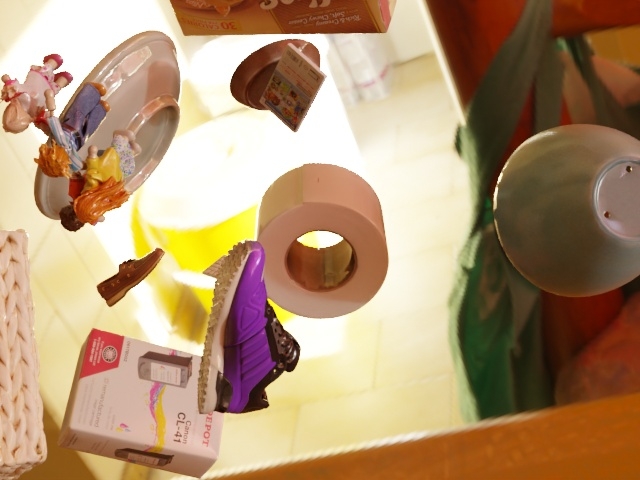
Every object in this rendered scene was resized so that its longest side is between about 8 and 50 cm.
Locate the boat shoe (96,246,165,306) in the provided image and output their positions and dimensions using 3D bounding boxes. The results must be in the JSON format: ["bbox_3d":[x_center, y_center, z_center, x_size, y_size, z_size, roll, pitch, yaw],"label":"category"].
[{"bbox_3d":[-0.411,0.070,2.303,0.178,0.060,0.064,-39,10,13],"label":"boat shoe"}]

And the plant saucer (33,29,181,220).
[{"bbox_3d":[-0.356,-0.187,1.951,0.100,0.400,0.400,34,54,8],"label":"plant saucer"}]

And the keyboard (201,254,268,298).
[{"bbox_3d":[-0.126,0.081,2.147,0.256,0.014,0.072,18,38,36],"label":"keyboard"}]

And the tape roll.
[{"bbox_3d":[0.000,0.000,1.967,0.246,0.246,0.169,-20,27,9],"label":"tape roll"}]

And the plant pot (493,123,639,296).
[{"bbox_3d":[0.448,-0.057,1.708,0.290,0.290,0.195,-33,3,-13],"label":"plant pot"}]

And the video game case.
[{"bbox_3d":[-0.045,-0.247,1.744,0.087,0.122,0.011,43,38,16],"label":"video game case"}]

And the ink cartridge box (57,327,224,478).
[{"bbox_3d":[-0.354,0.332,2.176,0.131,0.306,0.226,128,153,-54],"label":"ink cartridge box"}]

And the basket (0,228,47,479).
[{"bbox_3d":[-0.526,0.176,1.365,0.266,0.331,0.328,1,-20,-31],"label":"basket"}]

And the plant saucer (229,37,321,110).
[{"bbox_3d":[-0.072,-0.274,1.816,0.168,0.168,0.029,-25,63,1],"label":"plant saucer"}]

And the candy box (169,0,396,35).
[{"bbox_3d":[-0.066,-0.380,1.485,0.316,0.183,0.088,2,53,18],"label":"candy box"}]

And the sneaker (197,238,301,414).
[{"bbox_3d":[-0.097,0.137,1.636,0.146,0.293,0.102,9,22,-12],"label":"sneaker"}]

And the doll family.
[{"bbox_3d":[-0.318,-0.121,1.421,0.118,0.263,0.163,-4,41,25],"label":"doll family"}]
